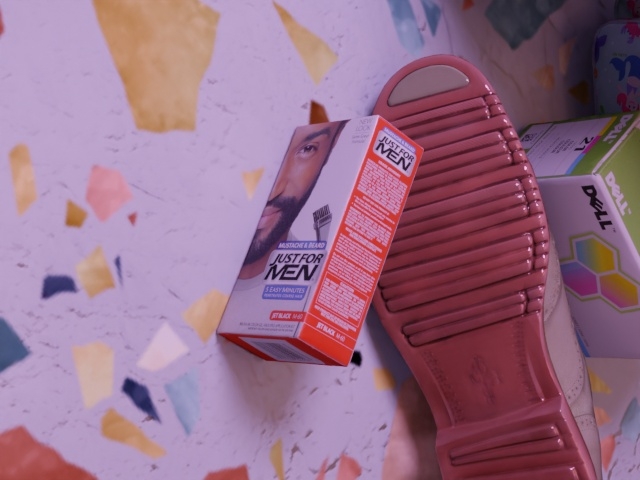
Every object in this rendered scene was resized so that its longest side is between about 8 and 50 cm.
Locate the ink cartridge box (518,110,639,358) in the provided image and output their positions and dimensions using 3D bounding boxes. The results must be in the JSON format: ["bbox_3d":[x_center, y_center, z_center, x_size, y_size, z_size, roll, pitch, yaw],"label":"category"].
[{"bbox_3d":[0.274,-0.004,1.012,0.097,0.255,0.188,-44,115,-31],"label":"ink cartridge box"}]

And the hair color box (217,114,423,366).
[{"bbox_3d":[0.000,0.000,0.891,0.053,0.093,0.167,34,67,-34],"label":"hair color box"}]

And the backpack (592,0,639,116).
[{"bbox_3d":[0.357,-0.100,1.108,0.191,0.225,0.253,-21,112,-35],"label":"backpack"}]

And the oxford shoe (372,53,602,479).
[{"bbox_3d":[0.129,0.053,1.000,0.146,0.141,0.396,-15,94,-70],"label":"oxford shoe"}]
